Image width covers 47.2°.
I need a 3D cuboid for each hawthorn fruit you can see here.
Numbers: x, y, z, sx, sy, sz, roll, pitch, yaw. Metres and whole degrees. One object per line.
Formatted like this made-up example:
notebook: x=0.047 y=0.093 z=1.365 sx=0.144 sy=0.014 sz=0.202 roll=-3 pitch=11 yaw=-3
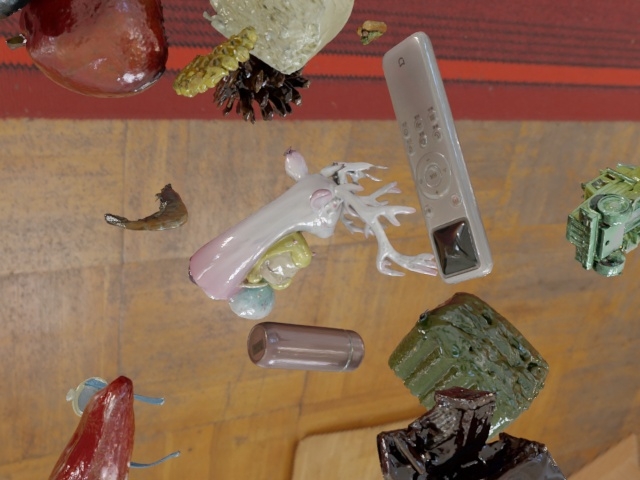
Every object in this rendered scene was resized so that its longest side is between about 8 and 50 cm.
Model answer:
hawthorn fruit: x=-0.453 y=-0.405 z=1.441 sx=0.307 sy=0.265 sz=0.265 roll=-10 pitch=124 yaw=-6

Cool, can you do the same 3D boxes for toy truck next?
toy truck: x=0.469 y=-0.061 z=1.111 sx=0.260 sy=0.135 sz=0.128 roll=-31 pitch=133 yaw=-23

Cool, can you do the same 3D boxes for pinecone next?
pinecone: x=-0.143 y=-0.416 z=1.836 sx=0.264 sy=0.264 sz=0.264 roll=-15 pitch=125 yaw=-22

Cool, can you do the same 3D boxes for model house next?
model house: x=0.184 y=0.274 z=0.870 sx=0.164 sy=0.203 sz=0.141 roll=-37 pitch=-177 yaw=38

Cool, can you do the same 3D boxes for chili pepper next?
chili pepper: x=-0.331 y=0.321 z=1.092 sx=0.136 sy=0.144 sz=0.252 roll=16 pitch=84 yaw=7

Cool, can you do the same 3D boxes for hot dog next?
hot dog: x=0.123 y=-0.497 z=1.754 sx=0.056 sy=0.041 sz=0.133 roll=-31 pitch=178 yaw=29

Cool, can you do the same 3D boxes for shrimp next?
shrimp: x=-0.435 y=-0.086 z=1.819 sx=0.198 sy=0.262 sz=0.051 roll=-4 pitch=119 yaw=-15

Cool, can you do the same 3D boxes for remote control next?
remote control: x=0.116 y=-0.084 z=0.757 sx=0.029 sy=0.067 sz=0.261 roll=-8 pitch=80 yaw=-38

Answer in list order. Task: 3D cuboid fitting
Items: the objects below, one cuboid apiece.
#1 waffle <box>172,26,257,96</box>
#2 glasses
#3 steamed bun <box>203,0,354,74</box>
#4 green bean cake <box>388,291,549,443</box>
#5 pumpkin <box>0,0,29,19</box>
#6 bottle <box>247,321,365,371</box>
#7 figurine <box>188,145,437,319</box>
waffle: x=-0.207 y=-0.342 z=1.406 sx=0.194 sy=0.149 sz=0.051 roll=-26 pitch=122 yaw=28
glasses: x=-0.368 y=0.356 z=1.441 sx=0.221 sy=0.088 sz=0.189 roll=-5 pitch=106 yaw=21
steamed bun: x=-0.065 y=-0.544 z=1.530 sx=0.290 sy=0.272 sz=0.273 roll=48 pitch=61 yaw=0
green bean cake: x=0.288 y=0.233 z=1.389 sx=0.250 sy=0.247 sz=0.156 roll=-23 pitch=155 yaw=-52
pumpkin: x=-0.592 y=-0.493 z=1.276 sx=0.233 sy=0.233 sz=0.163 roll=-42 pitch=158 yaw=-1
bottle: x=-0.014 y=0.126 z=0.857 sx=0.140 sy=0.053 sz=0.053 roll=10 pitch=113 yaw=-33
figurine: x=-0.005 y=-0.012 z=1.161 sx=0.316 sy=0.206 sz=0.284 roll=-37 pitch=131 yaw=25
